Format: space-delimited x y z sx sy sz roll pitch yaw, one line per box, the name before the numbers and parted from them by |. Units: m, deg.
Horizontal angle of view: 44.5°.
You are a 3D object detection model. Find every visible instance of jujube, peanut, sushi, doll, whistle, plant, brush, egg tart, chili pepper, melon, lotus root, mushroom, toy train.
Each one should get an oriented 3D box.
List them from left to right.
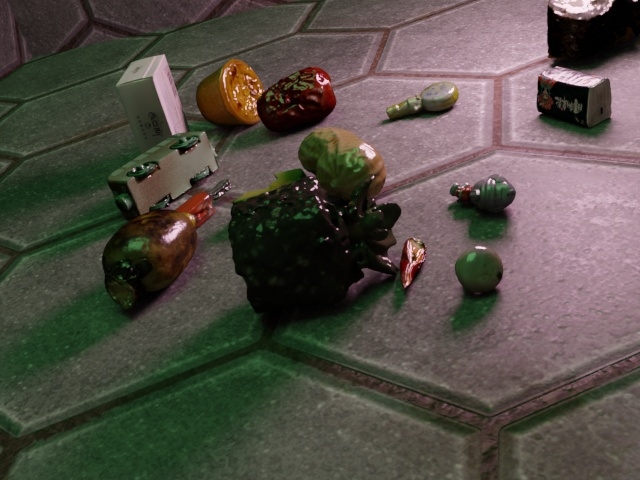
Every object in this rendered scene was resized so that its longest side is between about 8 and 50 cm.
lotus root | -0.359 0.016 1.664 0.169 0.141 0.314 2 33 23
toy train | -0.418 -0.173 2.041 0.159 0.129 0.326 5 35 43
brush | -0.318 -0.051 1.862 0.070 0.051 0.323 5 38 44
egg tart | -0.281 -0.431 2.369 0.147 0.202 0.202 -11 27 35
melon | -0.105 -0.107 1.835 0.118 0.064 0.209 1 31 38
jujube | -0.068 -0.397 2.228 0.230 0.155 0.155 -26 30 -3
plant | 0.000 0.000 1.437 0.312 0.215 0.213 -11 26 5
peanut | 0.045 -0.178 1.802 0.153 0.140 0.325 -41 32 -8
chili pepper | 0.168 0.046 1.452 0.045 0.027 0.178 27 35 -4
whistle | 0.275 -0.367 2.102 0.198 0.057 0.104 -20 34 9
mushroom | 0.273 0.053 1.363 0.085 0.085 0.079 -25 -12 -14
doll | 0.332 -0.096 1.580 0.094 0.079 0.180 -3 8 -27
sushi | 0.771 -0.617 2.128 0.349 0.207 0.234 -35 45 -20

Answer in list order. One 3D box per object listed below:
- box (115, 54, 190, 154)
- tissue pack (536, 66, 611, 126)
box | -0.472 -0.365 2.248 0.116 0.274 0.203 -12 30 6
tissue pack | 0.591 -0.338 1.831 0.090 0.103 0.170 -22 29 -23
